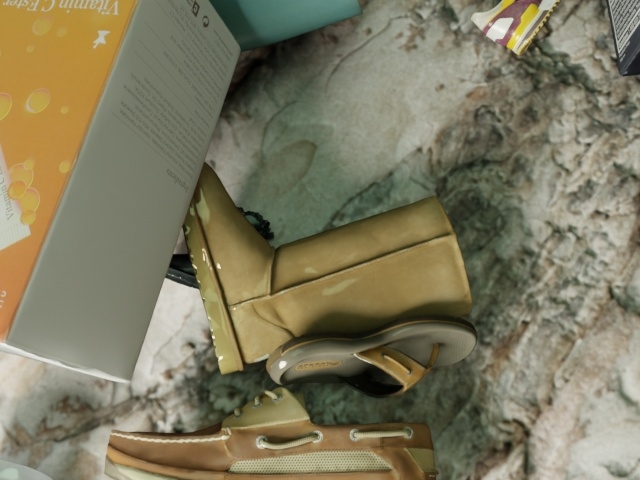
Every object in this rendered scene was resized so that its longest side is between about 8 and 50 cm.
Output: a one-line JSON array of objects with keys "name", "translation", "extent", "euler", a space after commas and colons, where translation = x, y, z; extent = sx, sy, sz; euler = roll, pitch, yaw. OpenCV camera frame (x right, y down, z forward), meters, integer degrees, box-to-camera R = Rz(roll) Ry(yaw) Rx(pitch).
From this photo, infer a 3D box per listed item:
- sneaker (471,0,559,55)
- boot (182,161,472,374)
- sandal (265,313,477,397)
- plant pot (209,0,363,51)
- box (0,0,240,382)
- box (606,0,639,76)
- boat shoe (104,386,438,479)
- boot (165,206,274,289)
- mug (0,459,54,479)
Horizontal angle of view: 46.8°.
[{"name": "sneaker", "translation": [0.255, -0.315, 0.883], "extent": [0.083, 0.069, 0.186], "euler": [33, 77, 4]}, {"name": "boot", "translation": [0.000, 0.000, 0.772], "extent": [0.269, 0.089, 0.236], "euler": [-15, 94, -10]}, {"name": "sandal", "translation": [0.057, 0.124, 0.735], "extent": [0.219, 0.090, 0.060], "euler": [-2, 49, -22]}, {"name": "plant pot", "translation": [-0.116, -0.334, 0.796], "extent": [0.235, 0.293, 0.293], "euler": [-22, 75, 10]}, {"name": "box", "translation": [-0.241, -0.075, 0.655], "extent": [0.214, 0.168, 0.346], "euler": [9, 73, 21]}, {"name": "box", "translation": [0.424, -0.380, 0.780], "extent": [0.182, 0.296, 0.294], "euler": [-6, 75, 0]}, {"name": "boat shoe", "translation": [-0.041, 0.210, 0.730], "extent": [0.323, 0.122, 0.120], "euler": [9, 70, -5]}, {"name": "boot", "translation": [-0.118, 0.007, 0.816], "extent": [0.121, 0.045, 0.099], "euler": [18, 78, -2]}, {"name": "mug", "translation": [-0.319, 0.310, 0.705], "extent": [0.150, 0.113, 0.169], "euler": [16, 79, 7]}]
